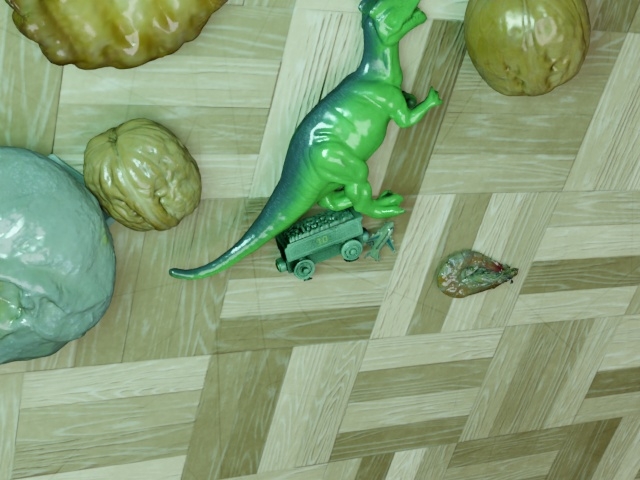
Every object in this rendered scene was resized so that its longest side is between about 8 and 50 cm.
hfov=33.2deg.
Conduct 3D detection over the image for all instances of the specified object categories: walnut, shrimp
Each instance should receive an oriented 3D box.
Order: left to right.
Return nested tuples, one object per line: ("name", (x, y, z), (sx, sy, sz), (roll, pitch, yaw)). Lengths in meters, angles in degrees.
("walnut", (-0.257, -0.088, 1.568), (0.155, 0.155, 0.184), (-37, 133, 1))
("shrimp", (0.310, 0.066, 2.091), (0.190, 0.042, 0.101), (-2, 118, -27))
("walnut", (0.327, -0.330, 1.699), (0.195, 0.195, 0.221), (-33, 141, -3))

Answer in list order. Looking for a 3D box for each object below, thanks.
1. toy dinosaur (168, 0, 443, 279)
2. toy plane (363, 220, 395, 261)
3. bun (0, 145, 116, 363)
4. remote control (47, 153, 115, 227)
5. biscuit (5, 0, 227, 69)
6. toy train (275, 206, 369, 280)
("toy dinosaur", (-0.029, -0.154, 1.662), (0.500, 0.144, 0.374), (-23, 128, -19))
("toy plane", (0.108, -0.001, 1.929), (0.080, 0.033, 0.083), (16, 108, -36))
("bun", (-0.464, 0.040, 1.490), (0.362, 0.211, 0.361), (-5, 132, -6))
("remote control", (-0.364, -0.070, 1.608), (0.061, 0.029, 0.162), (-41, 139, 7))
("biscuit", (-0.258, -0.371, 1.374), (0.326, 0.107, 0.325), (-21, 139, -19))
("toy train", (0.000, 0.000, 1.846), (0.172, 0.070, 0.099), (-21, 125, -13))
